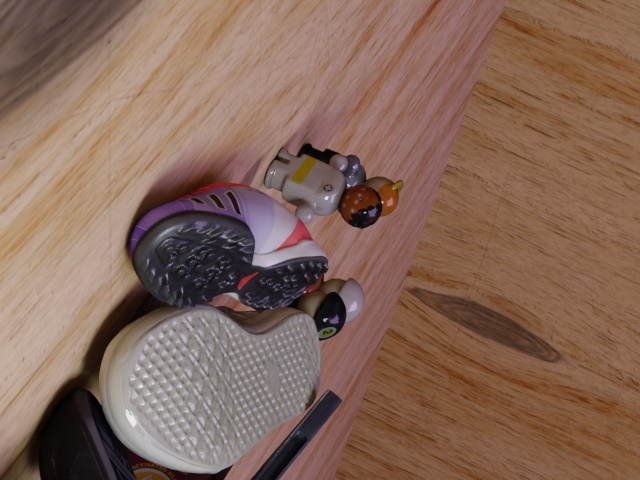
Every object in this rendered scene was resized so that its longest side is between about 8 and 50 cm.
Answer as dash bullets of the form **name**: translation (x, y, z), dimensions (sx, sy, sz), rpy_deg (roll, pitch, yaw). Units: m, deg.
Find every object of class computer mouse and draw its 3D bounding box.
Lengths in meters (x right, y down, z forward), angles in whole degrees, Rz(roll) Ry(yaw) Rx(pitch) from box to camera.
- **computer mouse**: translation (-0.190, 0.249, 1.550), dimensions (0.072, 0.272, 0.188), rpy_deg (-27, 143, 0)

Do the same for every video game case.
- **video game case**: translation (-0.090, 0.294, 1.926), dimensions (0.274, 0.026, 0.196), rpy_deg (-49, 177, -43)

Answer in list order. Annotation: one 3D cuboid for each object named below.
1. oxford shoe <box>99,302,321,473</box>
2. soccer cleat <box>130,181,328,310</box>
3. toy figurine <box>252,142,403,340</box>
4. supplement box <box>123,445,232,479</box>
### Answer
- **oxford shoe**: translation (-0.127, 0.140, 1.801), dimensions (0.449, 0.130, 0.169), rpy_deg (-6, 95, -71)
- **soccer cleat**: translation (-0.102, -0.006, 1.699), dimensions (0.109, 0.116, 0.318), rpy_deg (-41, 160, 16)
- **toy figurine**: translation (0.000, 0.000, 2.071), dimensions (0.209, 0.148, 0.213), rpy_deg (-66, 170, 7)
- **supplement box**: translation (-0.175, 0.268, 1.937), dimensions (0.188, 0.104, 0.081), rpy_deg (-59, 170, -35)
